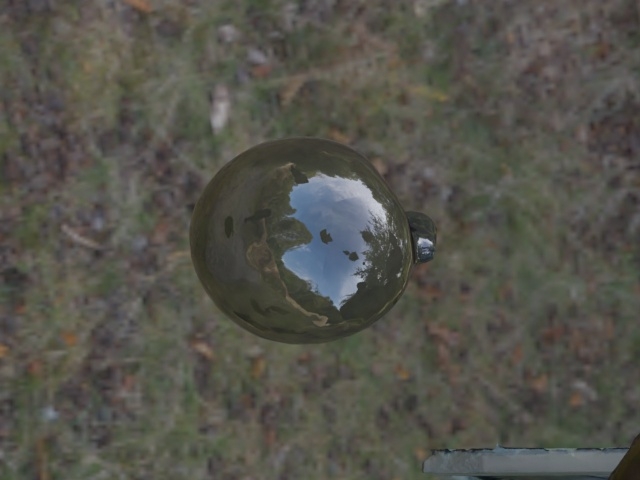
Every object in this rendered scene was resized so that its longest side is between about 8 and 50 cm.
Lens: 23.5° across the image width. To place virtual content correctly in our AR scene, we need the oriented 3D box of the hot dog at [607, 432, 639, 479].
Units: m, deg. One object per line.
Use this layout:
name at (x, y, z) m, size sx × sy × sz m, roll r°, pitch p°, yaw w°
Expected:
hot dog at (0.141, 0.250, 0.699) m, size 0.107 × 0.194 × 0.326 m, roll 11°, pitch 42°, yaw -31°

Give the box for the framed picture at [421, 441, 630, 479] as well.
framed picture at (0.266, 0.181, 1.133) m, size 0.232 × 0.315 × 0.024 m, roll 26°, pitch 65°, yaw -47°

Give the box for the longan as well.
longan at (0.000, 0.000, 0.711) m, size 0.119 × 0.106 × 0.106 m, roll 0°, pitch 85°, yaw -20°
